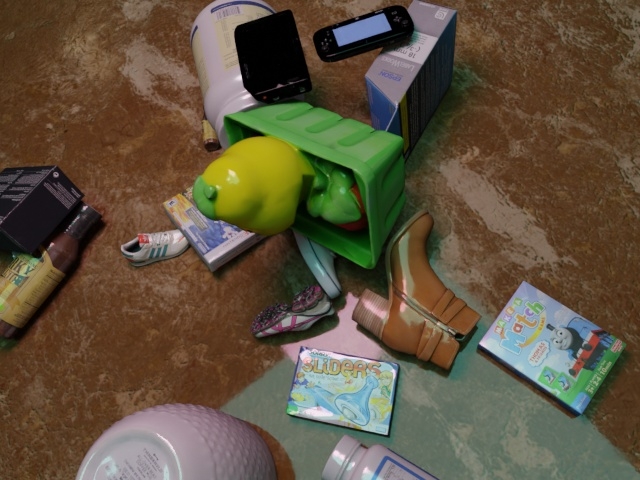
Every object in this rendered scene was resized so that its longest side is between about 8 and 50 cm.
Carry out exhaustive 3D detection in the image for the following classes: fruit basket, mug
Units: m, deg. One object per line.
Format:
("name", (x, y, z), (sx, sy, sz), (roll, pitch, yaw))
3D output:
("fruit basket", (-0.061, -0.094, 1.054), (0.392, 0.283, 0.392), (-5, 45, 5))
("mug", (-0.217, 0.446, 0.913), (0.276, 0.328, 0.374), (-33, 65, -5))

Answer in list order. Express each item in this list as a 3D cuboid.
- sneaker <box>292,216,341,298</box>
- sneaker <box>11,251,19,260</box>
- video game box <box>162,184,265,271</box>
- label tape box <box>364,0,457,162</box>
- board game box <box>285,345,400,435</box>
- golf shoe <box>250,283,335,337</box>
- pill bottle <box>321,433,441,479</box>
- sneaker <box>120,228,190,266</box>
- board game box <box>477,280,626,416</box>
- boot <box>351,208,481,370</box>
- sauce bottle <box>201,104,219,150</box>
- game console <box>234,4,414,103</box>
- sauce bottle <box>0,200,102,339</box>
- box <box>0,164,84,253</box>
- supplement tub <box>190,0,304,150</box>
("sneaker", (0.000, 0.000, 1.200), (0.091, 0.094, 0.258), (-26, 63, 3))
("sneaker", (-0.737, 0.010, 1.372), (0.043, 0.040, 0.109), (-15, 55, -28))
("video game box", (-0.226, -0.056, 1.278), (0.187, 0.048, 0.205), (-34, 64, -20))
("label tape box", (0.176, -0.310, 1.224), (0.106, 0.240, 0.334), (25, 73, 20))
("board game box", (0.045, 0.291, 1.095), (0.201, 0.035, 0.136), (7, 68, 14))
("golf shoe", (-0.059, 0.164, 1.151), (0.186, 0.086, 0.067), (-27, 28, 21))
("pill bottle", (0.118, 0.433, 0.969), (0.221, 0.124, 0.124), (26, 73, 21))
("sneaker", (-0.376, 0.008, 1.278), (0.161, 0.075, 0.057), (-19, 64, 2))
("board game box", (0.433, 0.199, 1.061), (0.211, 0.039, 0.160), (34, 77, 23))
("boot", (0.218, 0.094, 1.108), (0.220, 0.109, 0.283), (27, 76, 22))
("sauce bottle", (-0.278, -0.288, 1.412), (0.042, 0.042, 0.128), (-13, 62, 5))
("game console", (0.005, -0.410, 1.149), (0.361, 0.044, 0.213), (-16, 61, 4))
("sauce bottle", (-0.640, 0.057, 1.288), (0.111, 0.111, 0.344), (27, 73, 20))
("box", (-0.700, -0.074, 1.294), (0.261, 0.103, 0.184), (5, 49, 38))
("supplement tub", (-0.170, -0.381, 1.324), (0.235, 0.235, 0.325), (-17, 64, 3))
